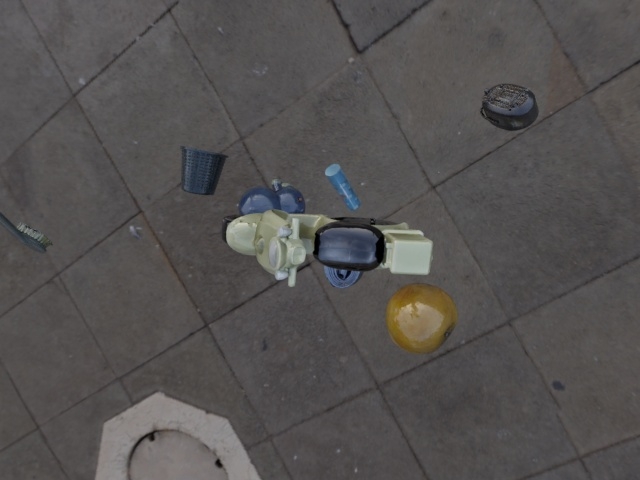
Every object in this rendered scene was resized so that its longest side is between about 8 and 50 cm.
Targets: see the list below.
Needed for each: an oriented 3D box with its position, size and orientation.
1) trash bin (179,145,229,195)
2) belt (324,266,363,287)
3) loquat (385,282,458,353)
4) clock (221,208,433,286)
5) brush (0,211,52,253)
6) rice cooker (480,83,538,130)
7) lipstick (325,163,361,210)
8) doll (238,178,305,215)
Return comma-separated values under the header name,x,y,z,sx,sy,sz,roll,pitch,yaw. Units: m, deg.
name,x,y,z,sx,sy,sz,roll,pitch,yaw
trash bin,-0.430,-0.248,1.663,0.176,0.175,0.160,14,100,12
belt,0.090,0.082,1.666,0.142,0.082,0.190,11,95,21
loquat,0.359,0.283,1.647,0.264,0.263,0.262,2,99,14
clock,0.000,0.000,0.891,0.380,0.276,0.120,0,102,-10
brush,-0.452,-0.046,0.638,0.062,0.266,0.027,24,65,5
rice cooker,0.543,-0.387,1.327,0.165,0.106,0.112,35,86,36
lipstick,0.068,-0.151,1.340,0.048,0.048,0.158,-22,134,16
doll,-0.181,-0.118,1.736,0.259,0.154,0.227,-15,90,-22
